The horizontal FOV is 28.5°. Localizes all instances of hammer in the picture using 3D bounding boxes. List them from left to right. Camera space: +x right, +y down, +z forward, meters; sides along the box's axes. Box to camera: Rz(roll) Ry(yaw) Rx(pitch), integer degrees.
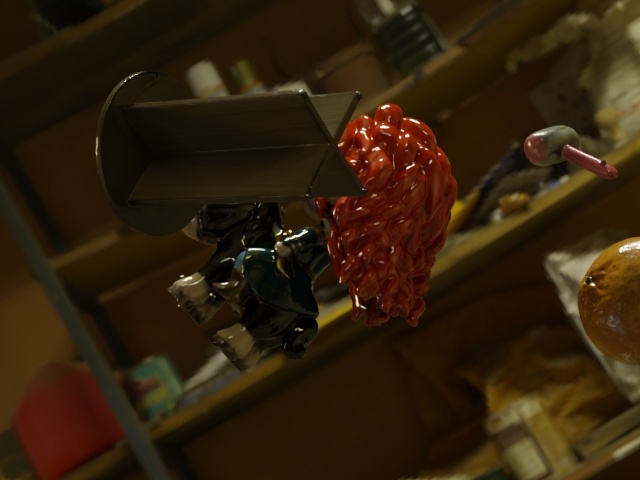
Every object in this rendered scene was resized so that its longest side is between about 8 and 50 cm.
[{"bbox_3d":[0.213,-0.069,1.052,0.053,0.083,0.031,-20,-51,-37],"label":"hammer"}]

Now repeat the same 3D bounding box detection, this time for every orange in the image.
[{"bbox_3d":[0.428,0.080,1.678,0.155,0.177,0.177,21,-46,-37],"label":"orange"}]

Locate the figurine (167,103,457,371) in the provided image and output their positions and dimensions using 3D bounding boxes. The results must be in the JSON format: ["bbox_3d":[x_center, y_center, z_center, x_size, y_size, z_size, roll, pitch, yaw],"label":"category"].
[{"bbox_3d":[-0.011,-0.001,1.689,0.412,0.306,0.241,-17,-36,8],"label":"figurine"}]

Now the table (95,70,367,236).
[{"bbox_3d":[-0.076,-0.087,1.206,0.227,0.167,0.167,0,8,35],"label":"table"}]
